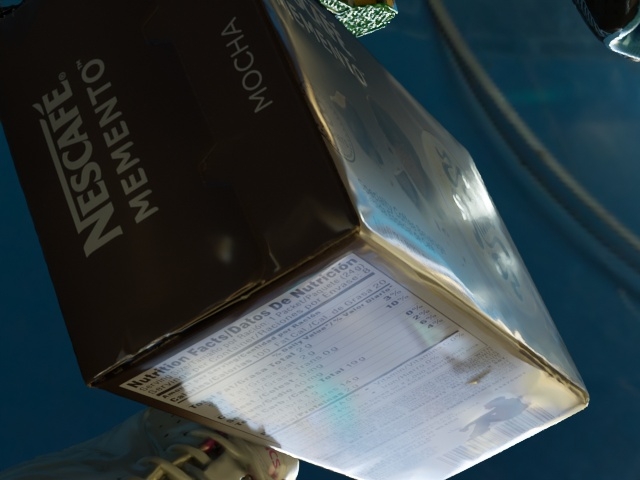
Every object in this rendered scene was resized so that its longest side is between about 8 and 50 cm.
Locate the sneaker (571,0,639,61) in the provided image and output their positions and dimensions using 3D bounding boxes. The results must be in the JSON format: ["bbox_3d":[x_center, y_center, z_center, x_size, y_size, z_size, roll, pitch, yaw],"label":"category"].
[{"bbox_3d":[0.250,-0.185,0.553,0.125,0.341,0.139,19,-123,-48],"label":"sneaker"}]

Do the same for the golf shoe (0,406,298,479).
[{"bbox_3d":[-0.076,0.118,0.574,0.140,0.115,0.306,-36,1,-4],"label":"golf shoe"}]

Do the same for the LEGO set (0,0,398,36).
[{"bbox_3d":[-0.120,-0.222,0.964,0.255,0.331,0.192,3,-109,-56],"label":"LEGO set"}]

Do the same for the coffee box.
[{"bbox_3d":[0.000,0.000,0.609,0.119,0.168,0.297,-30,-29,15],"label":"coffee box"}]
